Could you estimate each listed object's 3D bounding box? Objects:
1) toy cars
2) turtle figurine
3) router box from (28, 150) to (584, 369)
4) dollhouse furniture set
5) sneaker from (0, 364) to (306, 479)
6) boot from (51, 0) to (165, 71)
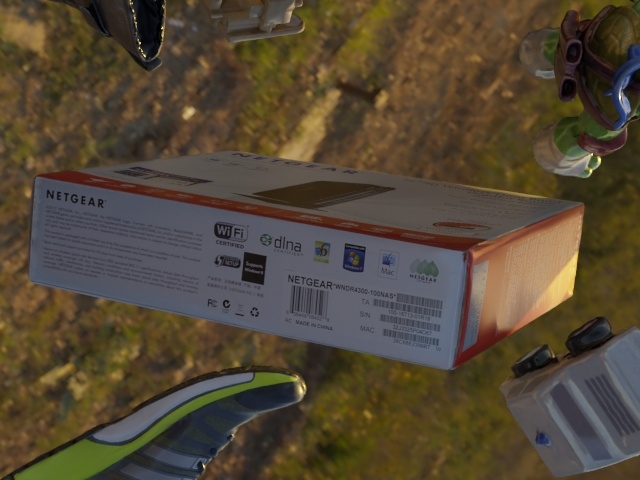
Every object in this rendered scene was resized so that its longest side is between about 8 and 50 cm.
[{"bbox_3d":[0.241,0.166,0.915,0.087,0.394,0.176,-32,127,-23],"label":"toy cars"},{"bbox_3d":[0.292,-0.144,1.113,0.275,0.198,0.266,-42,-171,-18],"label":"turtle figurine"},{"bbox_3d":[0.000,0.000,1.048,0.301,0.336,0.082,-17,114,-65],"label":"router box"},{"bbox_3d":[-0.052,-0.312,1.560,0.123,0.144,0.151,-12,141,-28],"label":"dollhouse furniture set"},{"bbox_3d":[-0.145,0.209,1.280,0.300,0.121,0.111,-27,179,-2],"label":"sneaker"},{"bbox_3d":[-0.243,-0.316,1.366,0.091,0.229,0.263,-37,139,-27],"label":"boot"}]
